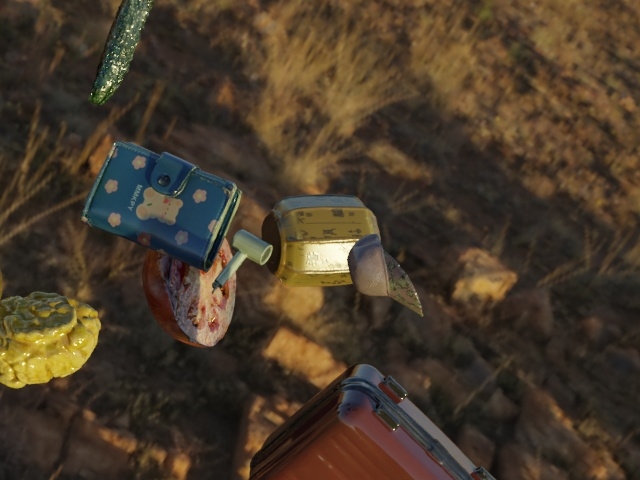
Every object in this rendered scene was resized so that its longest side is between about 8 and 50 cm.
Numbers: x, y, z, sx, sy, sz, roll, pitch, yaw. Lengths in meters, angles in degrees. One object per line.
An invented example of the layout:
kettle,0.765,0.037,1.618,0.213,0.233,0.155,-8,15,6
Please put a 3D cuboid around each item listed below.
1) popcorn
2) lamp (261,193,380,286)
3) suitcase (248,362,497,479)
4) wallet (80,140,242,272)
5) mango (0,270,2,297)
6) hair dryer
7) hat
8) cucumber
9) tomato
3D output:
popcorn,-0.472,0.161,1.786,0.194,0.140,0.163,12,57,4
lamp,0.000,0.000,1.857,0.185,0.161,0.161,-5,39,-19
suitcase,0.072,0.328,1.378,0.297,0.236,0.161,45,21,-7
wallet,-0.225,-0.054,1.524,0.202,0.141,0.059,21,-9,14
mango,-0.540,0.047,1.515,0.193,0.146,0.316,39,-8,-16
hair dryer,-0.137,0.041,1.750,0.063,0.038,0.124,28,62,19
hat,0.053,0.037,0.924,0.087,0.042,0.058,55,1,11
cucumber,-0.238,-0.291,1.371,0.044,0.256,0.043,21,2,-25
tomato,-0.224,0.073,1.807,0.085,0.224,0.225,-7,14,24
